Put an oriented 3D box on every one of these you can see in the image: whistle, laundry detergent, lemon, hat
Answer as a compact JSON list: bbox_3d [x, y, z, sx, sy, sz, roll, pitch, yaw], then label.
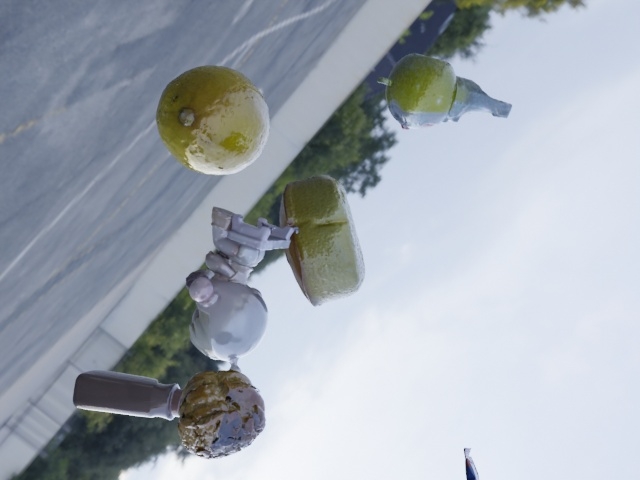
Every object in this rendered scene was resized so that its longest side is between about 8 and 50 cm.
[{"bbox_3d":[0.189,-0.214,1.154,0.123,0.223,0.122,-168,-90,-73],"label":"whistle"},{"bbox_3d":[-0.341,0.303,1.467,0.171,0.237,0.076,43,53,-79],"label":"laundry detergent"},{"bbox_3d":[-0.222,-0.250,1.571,0.236,0.236,0.263,-51,-178,-8],"label":"lemon"},{"bbox_3d":[-0.241,0.087,1.572,0.042,0.087,0.058,1,-99,40],"label":"hat"}]

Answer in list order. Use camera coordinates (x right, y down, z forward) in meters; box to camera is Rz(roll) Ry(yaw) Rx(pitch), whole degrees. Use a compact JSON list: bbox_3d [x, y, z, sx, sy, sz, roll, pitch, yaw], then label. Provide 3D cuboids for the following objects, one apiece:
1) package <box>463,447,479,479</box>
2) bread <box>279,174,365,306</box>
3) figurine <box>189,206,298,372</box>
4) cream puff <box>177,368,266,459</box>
[{"bbox_3d":[0.299,0.497,1.426,0.022,0.200,0.083,-12,162,12],"label":"package"},{"bbox_3d":[0.000,0.000,1.491,0.148,0.269,0.270,-14,-167,7],"label":"bread"},{"bbox_3d":[-0.131,0.085,1.204,0.182,0.145,0.256,-132,-125,-86],"label":"figurine"},{"bbox_3d":[-0.139,0.247,1.041,0.133,0.119,0.104,-54,-137,4],"label":"cream puff"}]
